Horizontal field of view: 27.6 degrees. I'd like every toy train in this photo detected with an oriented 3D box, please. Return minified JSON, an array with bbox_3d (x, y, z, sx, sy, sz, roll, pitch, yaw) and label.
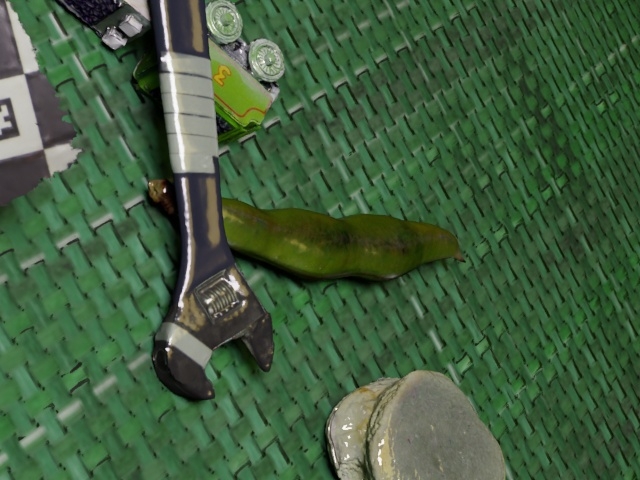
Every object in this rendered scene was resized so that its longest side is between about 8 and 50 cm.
[{"bbox_3d":[-0.111,-0.148,0.894,0.202,0.060,0.081,40,56,-24],"label":"toy train"}]

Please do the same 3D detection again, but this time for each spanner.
[{"bbox_3d":[-0.079,-0.054,0.862,0.087,0.024,0.315,-5,88,-31],"label":"spanner"}]

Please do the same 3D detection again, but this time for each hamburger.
[{"bbox_3d":[0.071,0.162,0.946,0.133,0.062,0.140,-42,106,-41],"label":"hamburger"}]

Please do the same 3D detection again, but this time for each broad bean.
[{"bbox_3d":[0.001,0.001,0.955,0.297,0.043,0.060,8,59,-41],"label":"broad bean"}]

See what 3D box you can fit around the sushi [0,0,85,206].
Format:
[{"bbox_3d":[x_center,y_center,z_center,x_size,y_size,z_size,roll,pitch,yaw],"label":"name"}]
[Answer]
[{"bbox_3d":[-0.265,-0.125,0.689,0.193,0.043,0.279,-31,109,-9],"label":"sushi"}]
